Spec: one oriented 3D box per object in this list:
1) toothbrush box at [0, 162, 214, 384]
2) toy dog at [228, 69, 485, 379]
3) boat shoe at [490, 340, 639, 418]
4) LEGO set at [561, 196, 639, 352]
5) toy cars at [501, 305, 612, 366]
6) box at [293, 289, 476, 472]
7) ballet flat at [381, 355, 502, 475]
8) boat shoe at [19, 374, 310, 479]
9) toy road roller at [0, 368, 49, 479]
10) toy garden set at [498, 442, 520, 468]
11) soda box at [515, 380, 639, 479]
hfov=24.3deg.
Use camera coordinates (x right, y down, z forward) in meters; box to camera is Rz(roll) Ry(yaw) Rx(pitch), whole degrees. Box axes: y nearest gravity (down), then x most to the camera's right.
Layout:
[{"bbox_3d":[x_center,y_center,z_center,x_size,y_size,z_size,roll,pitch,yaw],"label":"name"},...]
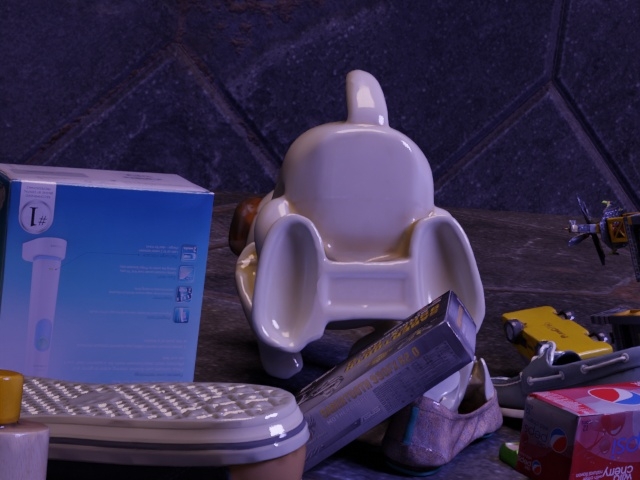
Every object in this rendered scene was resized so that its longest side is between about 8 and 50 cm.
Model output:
[{"bbox_3d":[-0.245,0.077,1.555,0.216,0.296,0.126,2,10,-24],"label":"toothbrush box"},{"bbox_3d":[0.000,0.000,1.971,0.284,0.395,0.408,-9,-5,-13],"label":"toy dog"},{"bbox_3d":[0.314,0.174,1.850,0.116,0.099,0.319,0,-3,-33],"label":"boat shoe"},{"bbox_3d":[0.503,0.064,2.166,0.255,0.331,0.192,-23,9,-27],"label":"LEGO set"},{"bbox_3d":[0.238,0.148,2.136,0.393,0.087,0.176,7,20,28],"label":"toy cars"},{"bbox_3d":[0.063,0.153,1.644,0.231,0.056,0.183,-35,2,11],"label":"box"},{"bbox_3d":[0.156,0.189,1.755,0.107,0.106,0.316,11,10,15],"label":"ballet flat"},{"bbox_3d":[-0.235,0.204,1.271,0.500,0.156,0.187,-1,10,27],"label":"boat shoe"},{"bbox_3d":[-0.374,0.186,1.135,0.329,0.202,0.240,5,-1,-7],"label":"toy road roller"},{"bbox_3d":[0.349,0.258,1.662,0.203,0.049,0.244,3,11,-25],"label":"toy garden set"},{"bbox_3d":[0.334,0.204,1.572,0.263,0.092,0.083,-1,14,-33],"label":"soda box"}]
